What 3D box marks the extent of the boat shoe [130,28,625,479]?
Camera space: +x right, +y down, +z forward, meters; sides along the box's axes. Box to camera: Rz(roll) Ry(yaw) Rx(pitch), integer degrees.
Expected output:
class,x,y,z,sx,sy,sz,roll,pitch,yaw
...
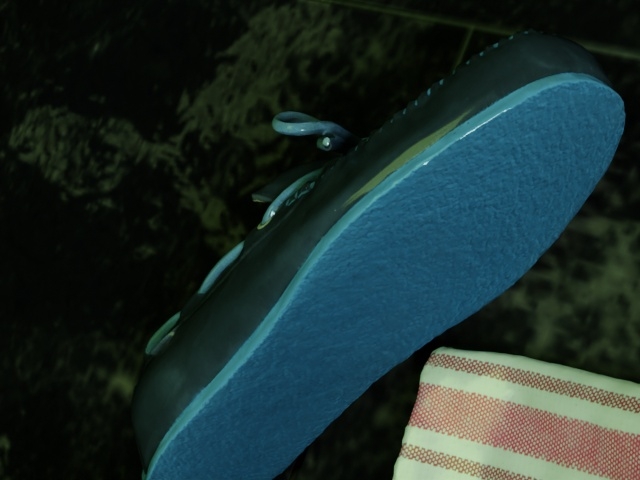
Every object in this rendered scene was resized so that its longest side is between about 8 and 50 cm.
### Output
class,x,y,z,sx,sy,sz,roll,pitch,yaw
boat shoe,0.000,0.000,0.578,0.258,0.109,0.089,-40,46,23

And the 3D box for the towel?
class,x,y,z,sx,sy,sz,roll,pitch,yaw
towel,0.068,0.138,0.508,0.144,0.029,0.197,7,79,45
